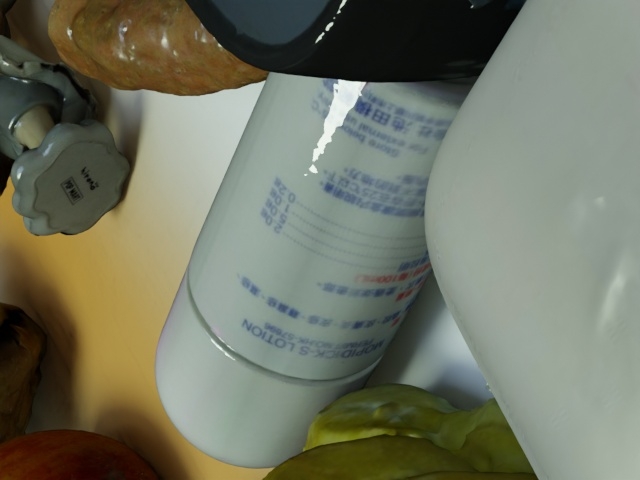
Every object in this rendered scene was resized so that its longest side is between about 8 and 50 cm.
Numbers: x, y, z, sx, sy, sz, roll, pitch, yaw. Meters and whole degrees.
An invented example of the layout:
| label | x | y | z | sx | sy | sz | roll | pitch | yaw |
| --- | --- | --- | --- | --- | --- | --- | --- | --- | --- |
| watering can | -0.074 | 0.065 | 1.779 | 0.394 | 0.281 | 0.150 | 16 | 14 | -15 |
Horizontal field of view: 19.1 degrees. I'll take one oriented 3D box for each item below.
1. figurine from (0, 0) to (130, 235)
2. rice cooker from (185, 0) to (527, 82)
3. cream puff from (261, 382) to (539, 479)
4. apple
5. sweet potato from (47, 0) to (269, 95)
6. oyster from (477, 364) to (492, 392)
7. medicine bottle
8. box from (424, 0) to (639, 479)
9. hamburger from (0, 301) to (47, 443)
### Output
| label | x | y | z | sx | sy | sz | roll | pitch | yaw |
| --- | --- | --- | --- | --- | --- | --- | --- | --- | --- |
| figurine | -0.290 | -0.151 | 1.431 | 0.387 | 0.166 | 0.207 | 44 | 170 | 30 |
| rice cooker | 0.054 | -0.204 | 0.865 | 0.267 | 0.224 | 0.267 | 21 | 116 | 52 |
| cream puff | 0.021 | 0.234 | 1.017 | 0.324 | 0.257 | 0.291 | 0 | 96 | 54 |
| apple | -0.192 | 0.228 | 1.377 | 0.195 | 0.173 | 0.160 | 51 | 139 | 28 |
| sweet potato | -0.090 | -0.136 | 1.196 | 0.252 | 0.097 | 0.097 | 13 | 110 | 54 |
| oyster | 0.159 | 0.076 | 0.913 | 0.252 | 0.087 | 0.199 | 15 | 98 | 43 |
| medicine bottle | 0.000 | 0.000 | 1.080 | 0.130 | 0.130 | 0.341 | 55 | 139 | 30 |
| box | 0.180 | 0.028 | 0.733 | 0.349 | 0.141 | 0.288 | 63 | 142 | 29 |
| hamburger | -0.278 | 0.135 | 1.491 | 0.130 | 0.183 | 0.206 | 2 | 108 | 11 |
